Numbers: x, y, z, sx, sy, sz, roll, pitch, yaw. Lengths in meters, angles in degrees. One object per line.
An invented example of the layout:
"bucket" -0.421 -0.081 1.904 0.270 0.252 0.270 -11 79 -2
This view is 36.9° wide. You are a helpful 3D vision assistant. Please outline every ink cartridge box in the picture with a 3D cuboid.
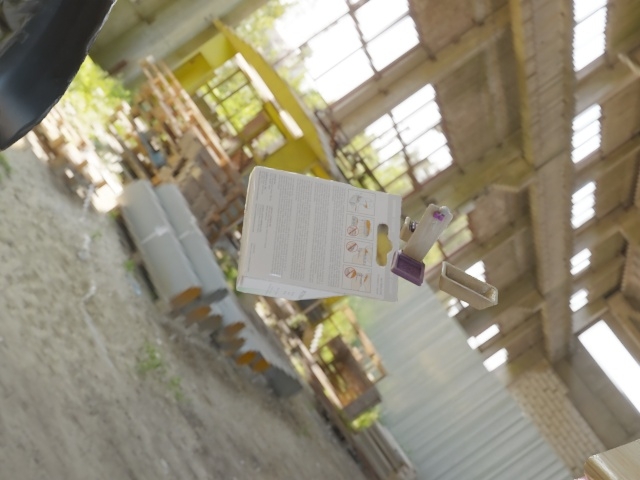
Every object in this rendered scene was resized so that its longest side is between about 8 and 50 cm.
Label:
"ink cartridge box" 0.000 0.000 1.378 0.056 0.224 0.181 124 -26 -60

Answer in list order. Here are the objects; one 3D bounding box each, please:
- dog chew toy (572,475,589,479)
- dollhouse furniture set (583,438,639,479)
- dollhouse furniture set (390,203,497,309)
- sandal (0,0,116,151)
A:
"dog chew toy" 0.321 0.311 0.799 0.332 0.206 0.206 -3 -51 53
"dollhouse furniture set" 0.274 0.172 0.506 0.212 0.242 0.161 -131 -151 -60
"dollhouse furniture set" 0.144 0.006 0.989 0.114 0.081 0.091 28 30 -4
"sandal" -0.108 -0.217 0.478 0.167 0.446 0.107 21 -22 13
